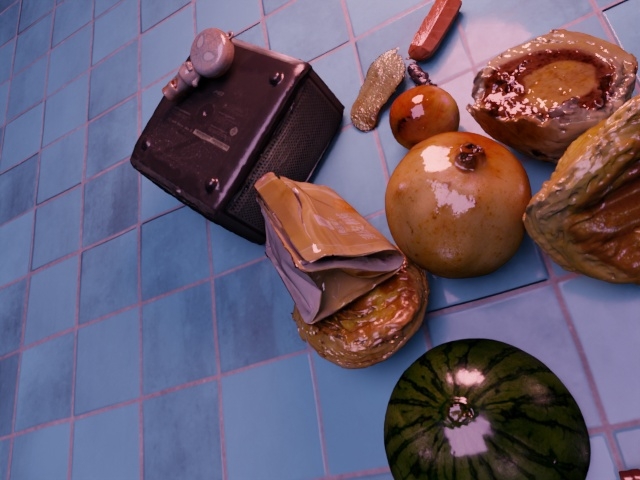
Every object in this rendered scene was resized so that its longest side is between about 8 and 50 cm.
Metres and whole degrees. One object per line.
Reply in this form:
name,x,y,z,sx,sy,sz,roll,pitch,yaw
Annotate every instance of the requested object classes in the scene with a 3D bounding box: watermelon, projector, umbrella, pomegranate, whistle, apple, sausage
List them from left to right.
whistle,-0.272,-0.394,1.148,0.220,0.057,0.107,-35,72,20
projector,-0.211,-0.251,1.234,0.395,0.242,0.405,31,88,33
apple,0.211,-0.247,1.051,0.146,0.146,0.147,-11,67,26
umbrella,0.237,-0.345,1.136,0.037,0.040,0.144,-16,58,-14
sausage,0.256,-0.480,1.160,0.065,0.065,0.169,29,87,34
pomegranate,0.237,-0.062,0.891,0.264,0.264,0.265,-11,67,26
watermelon,0.241,0.317,0.806,0.330,0.189,0.331,-12,68,32

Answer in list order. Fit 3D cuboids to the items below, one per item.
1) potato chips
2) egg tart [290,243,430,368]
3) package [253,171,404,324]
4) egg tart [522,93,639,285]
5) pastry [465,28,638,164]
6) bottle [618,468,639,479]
potato chips,0.140,-0.358,1.195,0.142,0.026,0.209,0,74,44
egg tart,0.081,0.126,1.003,0.296,0.132,0.297,-16,46,17
package,-0.017,-0.021,1.002,0.221,0.165,0.311,-33,37,-3
egg tart,0.510,-0.081,0.770,0.352,0.339,0.153,-58,11,26
pastry,0.420,-0.248,0.928,0.236,0.170,0.256,-42,46,-15
bottle,0.538,0.316,0.679,0.245,0.104,0.104,-19,64,22
